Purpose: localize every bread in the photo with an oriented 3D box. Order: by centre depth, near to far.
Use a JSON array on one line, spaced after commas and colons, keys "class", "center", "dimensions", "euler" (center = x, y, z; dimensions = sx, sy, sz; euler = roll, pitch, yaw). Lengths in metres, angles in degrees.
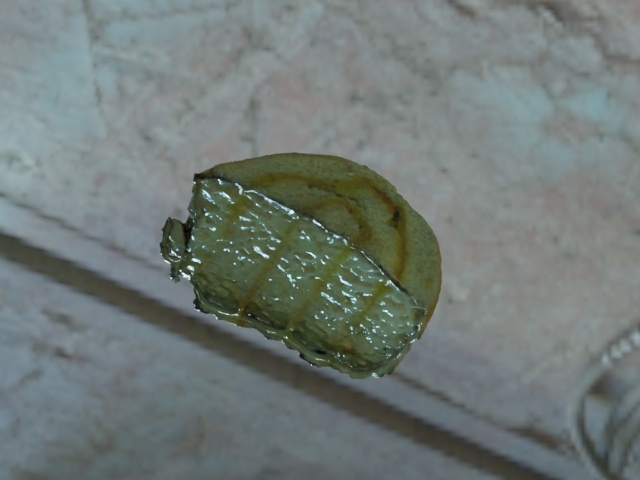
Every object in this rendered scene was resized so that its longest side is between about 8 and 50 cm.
[{"class": "bread", "center": [-0.004, -0.004, 1.016], "dimensions": [0.156, 0.110, 0.103], "euler": [32, 132, -7]}]
